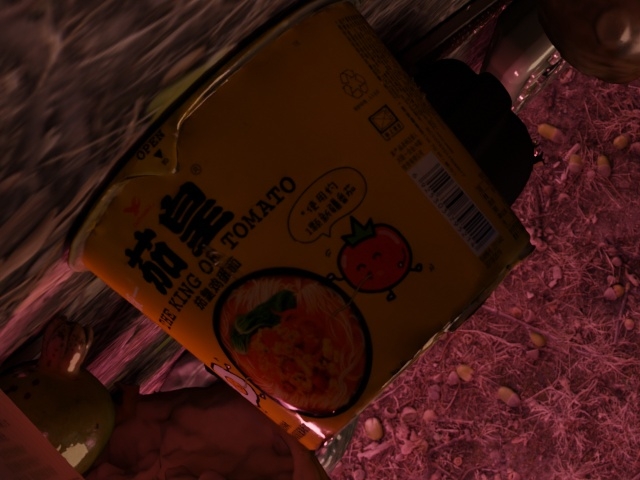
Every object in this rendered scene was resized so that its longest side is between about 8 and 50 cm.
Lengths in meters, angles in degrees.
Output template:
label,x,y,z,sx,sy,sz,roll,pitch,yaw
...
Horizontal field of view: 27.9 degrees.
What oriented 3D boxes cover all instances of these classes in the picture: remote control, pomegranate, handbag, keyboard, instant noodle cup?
label,x,y,z,sx,sy,sz,roll,pitch,yaw
remote control,0.199,-0.183,1.216,0.128,0.065,0.335,-42,176,1
pomegranate,-0.143,0.086,0.664,0.073,0.073,0.084,-40,137,-43
handbag,0.028,-0.005,0.821,0.254,0.093,0.308,-46,-179,11
keyboard,0.097,-0.147,0.922,0.166,0.017,0.055,-40,175,-40
instant noodle cup,0.000,0.000,0.585,0.182,0.144,0.182,-43,176,-4

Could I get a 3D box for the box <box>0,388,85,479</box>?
label,x,y,z,sx,sy,sz,roll,pitch,yaw
box,-0.130,0.148,0.465,0.111,0.194,0.260,-44,175,-1

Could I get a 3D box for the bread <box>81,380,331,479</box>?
label,x,y,z,sx,sy,sz,roll,pitch,yaw
bread,-0.116,0.300,0.899,0.361,0.250,0.394,-31,131,-2

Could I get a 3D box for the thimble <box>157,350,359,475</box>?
label,x,y,z,sx,sy,sz,roll,pitch,yaw
thimble,-0.068,0.189,1.406,0.250,0.204,0.172,-27,169,-1

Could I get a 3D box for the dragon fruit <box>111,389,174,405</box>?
label,x,y,z,sx,sy,sz,roll,pitch,yaw
dragon fruit,-0.171,0.295,1.157,0.291,0.269,0.250,-48,170,-26

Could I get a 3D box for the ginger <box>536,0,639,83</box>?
label,x,y,z,sx,sy,sz,roll,pitch,yaw
ginger,0.256,-0.221,0.760,0.244,0.155,0.304,-43,175,-41

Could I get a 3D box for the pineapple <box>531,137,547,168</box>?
label,x,y,z,sx,sy,sz,roll,pitch,yaw
pineapple,0.123,-0.016,1.613,0.361,0.175,0.175,-56,171,25
